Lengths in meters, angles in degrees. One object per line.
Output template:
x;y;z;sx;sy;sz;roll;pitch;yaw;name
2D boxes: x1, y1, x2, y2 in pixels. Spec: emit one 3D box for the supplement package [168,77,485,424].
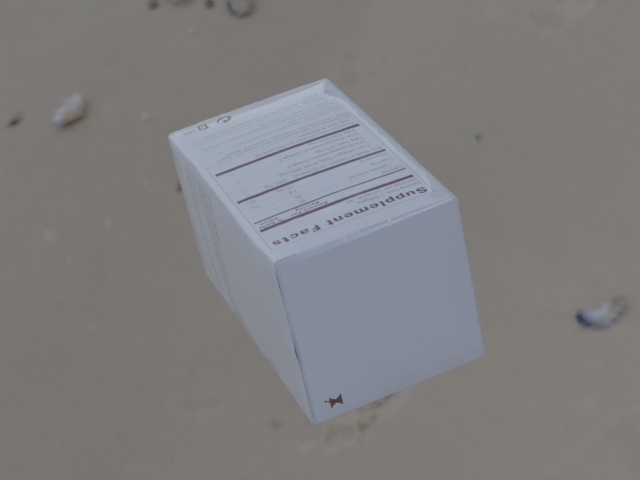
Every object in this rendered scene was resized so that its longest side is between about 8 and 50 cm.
0.000;0.000;0.900;0.105;0.105;0.179;-20;32;-13;supplement package
